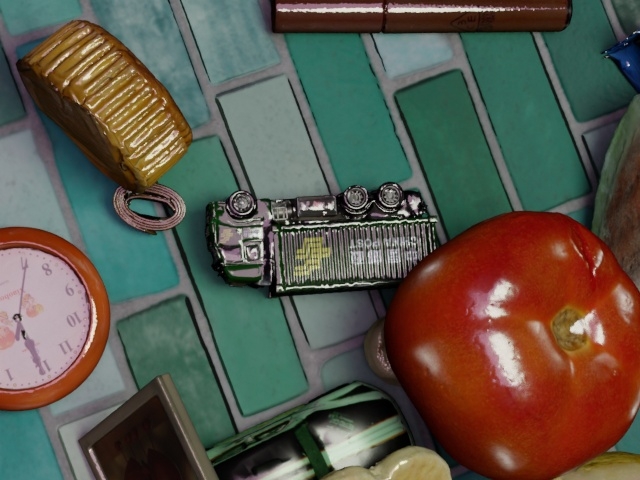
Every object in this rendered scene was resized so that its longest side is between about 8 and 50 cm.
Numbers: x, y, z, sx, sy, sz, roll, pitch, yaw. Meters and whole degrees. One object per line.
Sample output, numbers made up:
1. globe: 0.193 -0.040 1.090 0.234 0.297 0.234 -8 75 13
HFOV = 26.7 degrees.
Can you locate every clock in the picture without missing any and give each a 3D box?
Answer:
1. clock: -0.337 0.087 1.496 0.205 0.051 0.205 1 83 -8

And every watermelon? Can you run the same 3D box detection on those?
1. watermelon: 0.443 -0.014 1.483 0.228 0.258 0.387 12 106 -16

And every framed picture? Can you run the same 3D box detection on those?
1. framed picture: -0.149 0.305 1.411 0.020 0.211 0.289 -19 77 -39

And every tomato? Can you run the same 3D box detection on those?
1. tomato: 0.204 0.118 1.444 0.298 0.226 0.298 8 77 -34

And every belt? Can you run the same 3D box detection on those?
1. belt: -0.195 -0.038 1.536 0.083 0.036 0.059 13 89 -5

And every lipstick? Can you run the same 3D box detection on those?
1. lipstick: 0.120 -0.272 1.591 0.356 0.057 0.057 -1 84 -7

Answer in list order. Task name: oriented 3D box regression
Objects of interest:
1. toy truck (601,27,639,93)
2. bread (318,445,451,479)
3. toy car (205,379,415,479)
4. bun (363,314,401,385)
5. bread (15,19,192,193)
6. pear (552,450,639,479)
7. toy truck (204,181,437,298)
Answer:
1. toy truck: 0.454 -0.218 1.600 0.208 0.113 0.126 -10 87 -7
2. bread: 0.051 0.362 1.446 0.316 0.054 0.316 -12 115 -27
3. toy car: -0.035 0.258 1.471 0.306 0.125 0.136 -23 81 -10
4. bun: 0.087 0.126 1.545 0.086 0.055 0.086 5 76 -19
5. bread: -0.229 -0.149 1.463 0.104 0.199 0.199 -44 91 -13
6. pear: 0.313 0.357 1.451 0.271 0.271 0.271 1 84 -7
7. toy truck: 0.000 0.000 1.531 0.259 0.088 0.121 -3 84 -9
